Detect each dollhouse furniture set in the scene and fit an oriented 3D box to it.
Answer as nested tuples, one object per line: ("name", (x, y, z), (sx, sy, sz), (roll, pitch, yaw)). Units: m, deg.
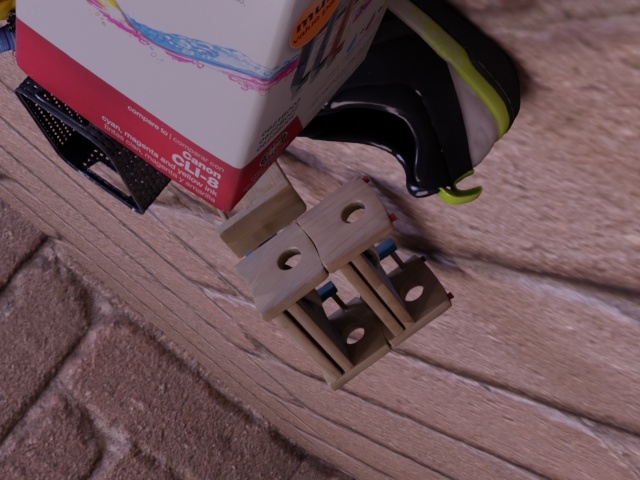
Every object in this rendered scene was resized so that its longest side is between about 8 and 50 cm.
("dollhouse furniture set", (0.000, 0.000, 0.945), (0.129, 0.129, 0.183), (51, -175, -44))

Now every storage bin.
("storage bin", (-0.215, -0.116, 1.117), (0.122, 0.084, 0.180), (34, 165, 15))

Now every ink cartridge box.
("ink cartridge box", (-0.039, -0.128, 0.462), (0.127, 0.128, 0.176), (36, 149, 6))

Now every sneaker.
("sneaker", (-0.001, -0.106, 0.592), (0.235, 0.097, 0.084), (35, 166, 7))

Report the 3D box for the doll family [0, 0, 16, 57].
("doll family", (-0.278, -0.205, 0.972), (0.076, 0.111, 0.193), (66, 163, -6))
